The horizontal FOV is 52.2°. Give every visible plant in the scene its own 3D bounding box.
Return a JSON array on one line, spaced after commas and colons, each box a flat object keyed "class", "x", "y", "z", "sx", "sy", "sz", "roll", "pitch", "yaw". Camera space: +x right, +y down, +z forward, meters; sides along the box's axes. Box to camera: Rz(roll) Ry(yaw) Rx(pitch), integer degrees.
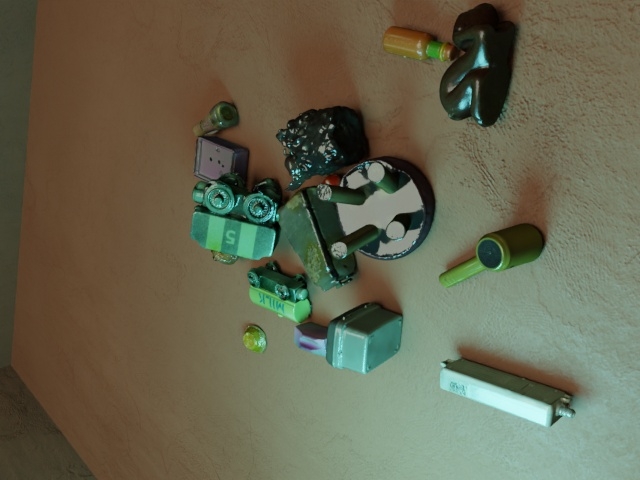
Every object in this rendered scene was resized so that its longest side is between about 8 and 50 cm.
[{"class": "plant", "x": -0.002, "y": -0.260, "z": 1.755, "sx": 0.234, "sy": 0.178, "sz": 0.204, "roll": -13, "pitch": 91, "yaw": 43}]

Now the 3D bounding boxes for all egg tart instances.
[{"class": "egg tart", "x": -0.225, "y": 0.332, "z": 2.179, "sx": 0.105, "sy": 0.039, "sz": 0.105, "roll": 8, "pitch": 102, "yaw": 41}]

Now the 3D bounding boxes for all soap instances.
[{"class": "soap", "x": -0.012, "y": 0.291, "z": 1.927, "sx": 0.149, "sy": 0.100, "sz": 0.056, "roll": 13, "pitch": 107, "yaw": 42}]

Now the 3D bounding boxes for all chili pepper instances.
[{"class": "chili pepper", "x": 0.071, "y": -0.114, "z": 1.800, "sx": 0.272, "sy": 0.063, "sz": 0.071, "roll": 50, "pitch": 140, "yaw": 21}]

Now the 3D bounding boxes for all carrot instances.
[{"class": "carrot", "x": -0.261, "y": -0.040, "z": 2.112, "sx": 0.102, "sy": 0.102, "sz": 0.263, "roll": 49, "pitch": 120, "yaw": 25}]

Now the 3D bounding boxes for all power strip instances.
[{"class": "power strip", "x": 0.431, "y": 0.353, "z": 1.527, "sx": 0.338, "sy": 0.098, "sz": 0.058, "roll": 12, "pitch": 107, "yaw": 41}]

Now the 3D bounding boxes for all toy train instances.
[{"class": "toy train", "x": -0.243, "y": -0.075, "z": 1.978, "sx": 0.299, "sy": 0.167, "sz": 0.238, "roll": 14, "pitch": 111, "yaw": 3}, {"class": "toy train", "x": -0.129, "y": 0.167, "z": 2.021, "sx": 0.253, "sy": 0.105, "sz": 0.157, "roll": 17, "pitch": 123, "yaw": 41}]

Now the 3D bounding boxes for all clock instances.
[{"class": "clock", "x": -0.327, "y": -0.251, "z": 2.131, "sx": 0.193, "sy": 0.073, "sz": 0.144, "roll": 26, "pitch": 116, "yaw": 37}]

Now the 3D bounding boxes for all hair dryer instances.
[{"class": "hair dryer", "x": 0.368, "y": 0.053, "z": 1.516, "sx": 0.279, "sy": 0.135, "sz": 0.090, "roll": -37, "pitch": 72, "yaw": 51}]

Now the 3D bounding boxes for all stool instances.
[{"class": "stool", "x": 0.133, "y": -0.075, "z": 1.634, "sx": 0.272, "sy": 0.178, "sz": 0.271, "roll": 3, "pitch": 97, "yaw": 29}]

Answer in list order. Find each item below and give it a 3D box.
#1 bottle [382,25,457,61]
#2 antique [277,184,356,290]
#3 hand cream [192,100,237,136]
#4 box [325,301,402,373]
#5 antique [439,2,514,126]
[{"class": "bottle", "x": 0.240, "y": -0.465, "z": 1.562, "sx": 0.187, "sy": 0.069, "sz": 0.069, "roll": 26, "pitch": 116, "yaw": 35}, {"class": "antique", "x": 0.000, "y": 0.000, "z": 1.841, "sx": 0.150, "sy": 0.125, "sz": 0.284, "roll": -36, "pitch": 74, "yaw": 43}, {"class": "hand cream", "x": -0.358, "y": -0.386, "z": 2.134, "sx": 0.203, "sy": 0.084, "sz": 0.083, "roll": -14, "pitch": 89, "yaw": 49}, {"class": "box", "x": 0.117, "y": 0.256, "z": 1.729, "sx": 0.129, "sy": 0.210, "sz": 0.147, "roll": 14, "pitch": 109, "yaw": 33}, {"class": "antique", "x": 0.341, "y": -0.393, "z": 1.453, "sx": 0.143, "sy": 0.121, "sz": 0.256, "roll": 28, "pitch": 124, "yaw": 46}]
